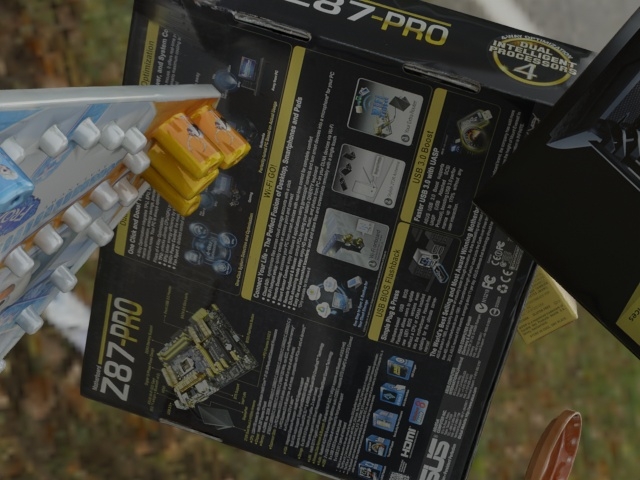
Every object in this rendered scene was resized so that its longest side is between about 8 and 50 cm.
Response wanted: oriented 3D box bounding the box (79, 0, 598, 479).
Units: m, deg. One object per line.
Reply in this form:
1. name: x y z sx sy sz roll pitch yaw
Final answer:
1. box: 0.000 0.000 1.361 0.097 0.318 0.395 -70 174 -52

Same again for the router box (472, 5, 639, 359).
1. router box: 0.281 -0.056 1.088 0.243 0.309 0.081 45 15 15

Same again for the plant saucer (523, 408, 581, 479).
1. plant saucer: 0.148 0.149 1.202 0.083 0.013 0.083 -51 152 -40

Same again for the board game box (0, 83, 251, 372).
1. board game box: -0.228 0.075 1.023 0.050 0.390 0.390 44 15 8

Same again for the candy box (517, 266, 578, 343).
1. candy box: 0.138 -0.020 1.500 0.186 0.053 0.109 55 18 -20
